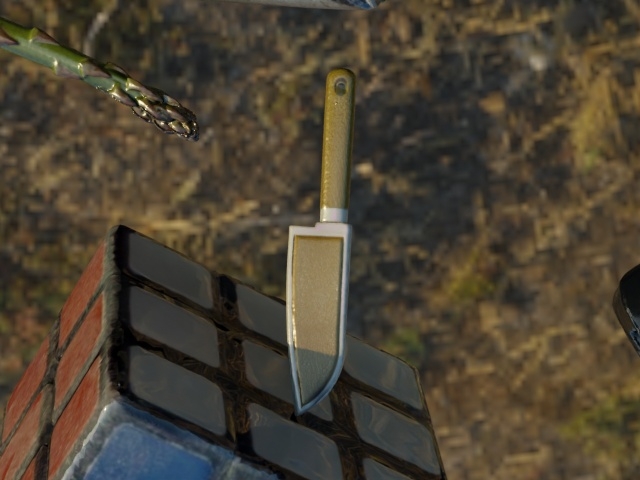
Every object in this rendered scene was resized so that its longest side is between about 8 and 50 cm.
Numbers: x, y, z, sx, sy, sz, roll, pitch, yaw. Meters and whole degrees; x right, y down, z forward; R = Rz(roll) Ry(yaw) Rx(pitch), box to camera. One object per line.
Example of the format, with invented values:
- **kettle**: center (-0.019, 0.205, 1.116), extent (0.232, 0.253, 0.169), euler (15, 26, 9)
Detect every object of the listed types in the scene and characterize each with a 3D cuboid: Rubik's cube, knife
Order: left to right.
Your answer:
- **Rubik's cube**: center (-0.101, 0.222, 1.438), extent (0.301, 0.303, 0.305), euler (28, 111, -17)
- **knife**: center (0.000, 0.000, 1.352), extent (0.046, 0.256, 0.022), euler (4, 172, 1)

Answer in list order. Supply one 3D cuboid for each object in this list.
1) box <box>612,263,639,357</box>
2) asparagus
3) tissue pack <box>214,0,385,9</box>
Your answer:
- **box**: center (0.450, 0.096, 1.714), extent (0.289, 0.290, 0.073), euler (-31, 168, -9)
- **asparagus**: center (-0.173, -0.111, 1.037), extent (0.248, 0.024, 0.025), euler (24, 166, 13)
- **tissue pack**: center (-0.118, -0.374, 1.923), extent (0.394, 0.124, 0.288), euler (11, 145, 46)
